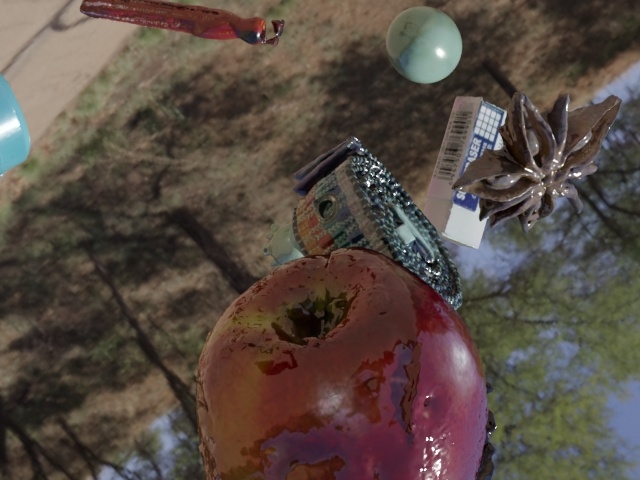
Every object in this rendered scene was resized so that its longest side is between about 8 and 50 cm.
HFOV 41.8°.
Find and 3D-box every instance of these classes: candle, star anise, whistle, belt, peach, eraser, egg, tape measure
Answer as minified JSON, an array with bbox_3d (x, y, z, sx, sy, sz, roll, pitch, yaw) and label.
[{"bbox_3d":[-0.222,-0.347,1.310,0.051,0.329,0.048,-47,146,-77],"label":"candle"},{"bbox_3d":[0.355,-0.123,1.386,0.349,0.109,0.292,-6,142,-30],"label":"star anise"},{"bbox_3d":[0.000,0.000,1.614,0.244,0.110,0.092,-12,171,15],"label":"whistle"},{"bbox_3d":[0.069,0.017,1.248,0.160,0.295,0.207,-34,-166,26],"label":"belt"},{"bbox_3d":[0.018,0.229,0.983,0.338,0.417,0.353,12,-137,30],"label":"peach"},{"bbox_3d":[0.299,-0.138,1.707,0.086,0.130,0.287,14,-95,51],"label":"eraser"},{"bbox_3d":[0.236,-0.449,1.922,0.168,0.168,0.231,-40,163,18],"label":"egg"},{"bbox_3d":[-0.305,-0.112,0.715,0.081,0.125,0.146,-34,179,-28],"label":"tape measure"}]
